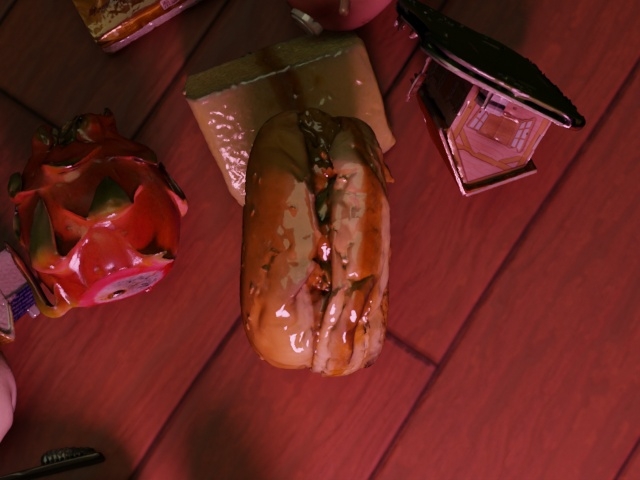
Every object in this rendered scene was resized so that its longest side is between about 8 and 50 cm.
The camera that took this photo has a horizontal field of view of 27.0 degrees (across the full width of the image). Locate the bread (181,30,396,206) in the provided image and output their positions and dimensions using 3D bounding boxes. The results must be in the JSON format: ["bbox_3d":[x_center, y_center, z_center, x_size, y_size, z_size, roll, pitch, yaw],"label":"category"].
[{"bbox_3d":[-0.039,-0.157,1.733,0.240,0.135,0.178,-20,111,1],"label":"bread"}]

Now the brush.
[{"bbox_3d":[-0.366,0.285,1.675,0.190,0.034,0.027,-15,68,3],"label":"brush"}]

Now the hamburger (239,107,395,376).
[{"bbox_3d":[0.000,0.007,1.565,0.174,0.284,0.304,3,86,5],"label":"hamburger"}]

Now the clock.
[{"bbox_3d":[0.055,-0.358,1.677,0.142,0.227,0.241,37,87,-24],"label":"clock"}]

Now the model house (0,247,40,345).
[{"bbox_3d":[-0.416,0.079,1.702,0.101,0.088,0.100,-44,103,-35],"label":"model house"}]

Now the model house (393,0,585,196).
[{"bbox_3d":[0.163,-0.163,1.601,0.207,0.294,0.154,22,110,-17],"label":"model house"}]

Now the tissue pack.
[{"bbox_3d":[-0.232,-0.376,1.763,0.226,0.092,0.183,-30,78,2],"label":"tissue pack"}]

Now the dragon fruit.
[{"bbox_3d":[-0.278,-0.033,1.640,0.224,0.224,0.227,-33,74,-1],"label":"dragon fruit"}]

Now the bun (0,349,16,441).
[{"bbox_3d":[-0.439,0.200,1.653,0.173,0.120,0.172,-12,72,39],"label":"bun"}]
